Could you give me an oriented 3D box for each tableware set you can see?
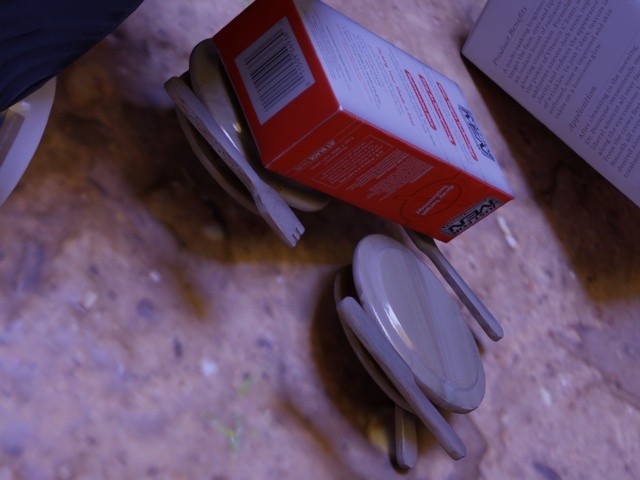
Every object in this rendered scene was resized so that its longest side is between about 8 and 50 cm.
[{"bbox_3d":[0.000,0.000,0.587,0.194,0.039,0.128,52,24,-7],"label":"tableware set"}]

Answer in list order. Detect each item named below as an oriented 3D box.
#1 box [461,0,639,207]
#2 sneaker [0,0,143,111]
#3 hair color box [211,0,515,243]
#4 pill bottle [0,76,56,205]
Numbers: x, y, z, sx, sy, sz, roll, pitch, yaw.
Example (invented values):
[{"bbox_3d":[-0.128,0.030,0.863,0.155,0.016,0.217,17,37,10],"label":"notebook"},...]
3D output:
[{"bbox_3d":[0.188,-0.091,0.750,0.130,0.091,0.170,-3,40,-43],"label":"box"},{"bbox_3d":[-0.158,-0.158,0.438,0.257,0.169,0.447,26,34,36],"label":"sneaker"},{"bbox_3d":[0.022,-0.051,0.589,0.141,0.043,0.072,20,41,-51],"label":"hair color box"},{"bbox_3d":[-0.157,-0.058,0.465,0.120,0.067,0.067,27,45,-26],"label":"pill bottle"}]
